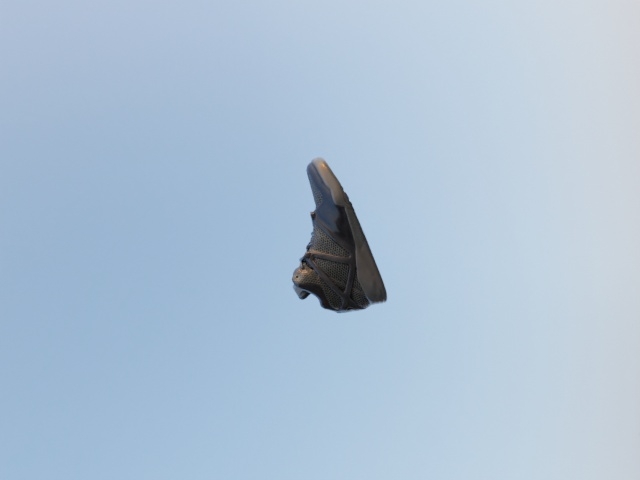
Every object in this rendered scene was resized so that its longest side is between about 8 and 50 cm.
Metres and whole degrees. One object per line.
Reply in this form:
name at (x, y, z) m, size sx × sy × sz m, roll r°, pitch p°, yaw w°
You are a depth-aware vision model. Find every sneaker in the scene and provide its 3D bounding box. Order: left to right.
sneaker at (0.000, 0.000, 0.667) m, size 0.087 × 0.130 × 0.228 m, roll -44°, pitch -66°, yaw -86°
